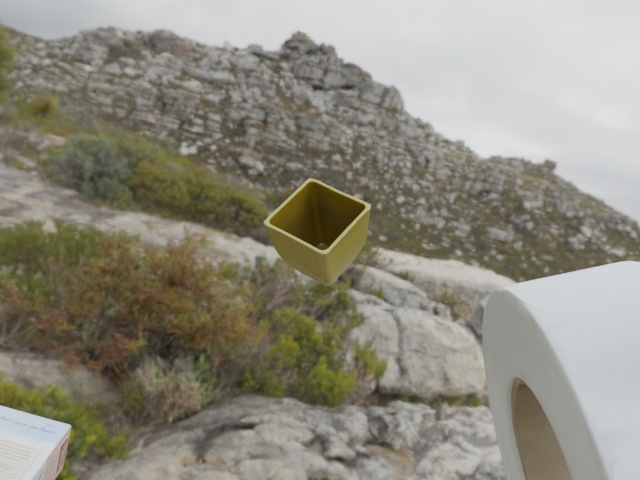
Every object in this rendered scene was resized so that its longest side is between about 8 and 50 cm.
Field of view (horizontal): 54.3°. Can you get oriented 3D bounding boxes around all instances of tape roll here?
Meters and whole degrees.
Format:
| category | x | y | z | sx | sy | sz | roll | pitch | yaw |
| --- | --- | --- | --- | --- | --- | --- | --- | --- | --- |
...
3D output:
| category | x | y | z | sx | sy | sz | roll | pitch | yaw |
| --- | --- | --- | --- | --- | --- | --- | --- | --- | --- |
| tape roll | 0.204 | 0.162 | 0.440 | 0.100 | 0.286 | 0.286 | -13 | 7 | 1 |

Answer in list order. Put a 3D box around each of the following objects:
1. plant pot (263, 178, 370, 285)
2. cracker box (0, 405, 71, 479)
| category | x | y | z | sx | sy | sz | roll | pitch | yaw |
| --- | --- | --- | --- | --- | --- | --- | --- | --- | --- |
| plant pot | 0.000 | 0.000 | 0.665 | 0.081 | 0.083 | 0.081 | 27 | 57 | 27 |
| cracker box | -0.366 | 0.247 | 0.597 | 0.155 | 0.067 | 0.232 | 16 | 18 | -2 |
